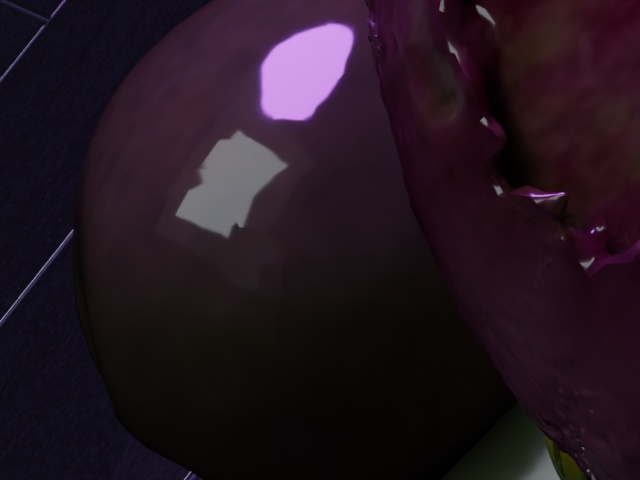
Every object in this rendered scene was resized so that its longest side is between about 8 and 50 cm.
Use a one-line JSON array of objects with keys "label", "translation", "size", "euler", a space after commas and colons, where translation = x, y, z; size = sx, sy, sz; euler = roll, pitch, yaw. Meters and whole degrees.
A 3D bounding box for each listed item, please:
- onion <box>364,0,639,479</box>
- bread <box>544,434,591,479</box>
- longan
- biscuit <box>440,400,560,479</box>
[{"label": "onion", "translation": [0.192, -0.055, 0.493], "size": [0.358, 0.345, 0.358], "euler": [-4, 51, 5]}, {"label": "bread", "translation": [0.139, 0.056, 0.631], "size": [0.130, 0.071, 0.139], "euler": [-32, 56, 6]}, {"label": "longan", "translation": [0.000, 0.000, 0.789], "size": [0.246, 0.215, 0.246], "euler": [-53, -9, -13]}, {"label": "biscuit", "translation": [0.086, 0.108, 0.703], "size": [0.322, 0.038, 0.099], "euler": [-48, 50, 4]}]
